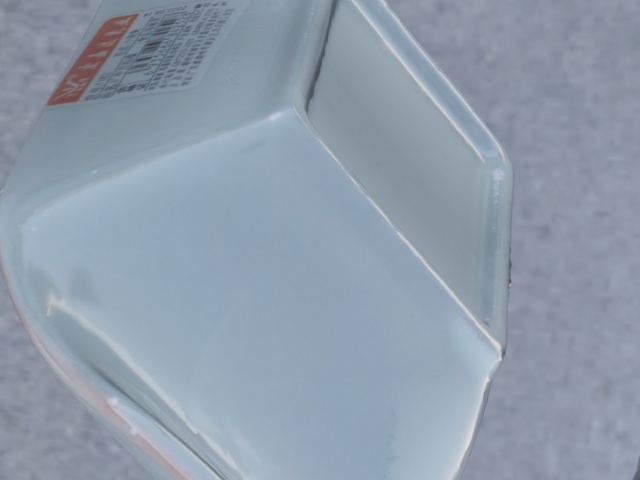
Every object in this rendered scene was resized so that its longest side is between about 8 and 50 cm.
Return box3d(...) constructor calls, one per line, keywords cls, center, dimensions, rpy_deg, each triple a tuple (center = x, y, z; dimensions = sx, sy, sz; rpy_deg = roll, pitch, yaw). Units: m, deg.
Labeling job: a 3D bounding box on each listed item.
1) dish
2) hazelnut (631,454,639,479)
box3d(cls="dish", center=(0.000, 0.000, 0.515), dimensions=(0.154, 0.064, 0.234), rpy_deg=(48, 24, -18))
box3d(cls="hazelnut", center=(0.277, 0.162, 1.080), dimensions=(0.251, 0.217, 0.217), rpy_deg=(98, 15, -71))
